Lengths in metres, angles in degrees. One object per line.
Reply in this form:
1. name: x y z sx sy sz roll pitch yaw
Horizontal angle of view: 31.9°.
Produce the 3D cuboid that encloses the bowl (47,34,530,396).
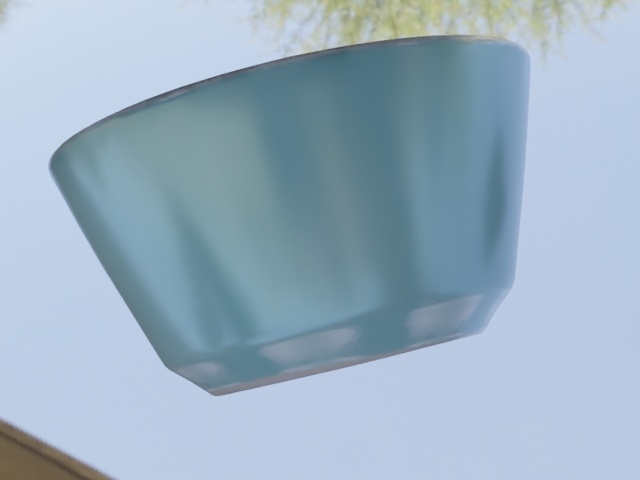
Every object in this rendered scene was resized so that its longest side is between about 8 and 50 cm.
1. bowl: 0.000 0.000 0.708 0.311 0.163 0.311 -14 175 -1
